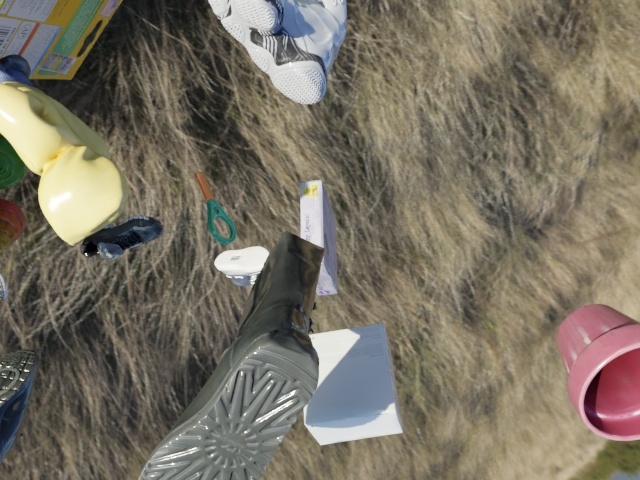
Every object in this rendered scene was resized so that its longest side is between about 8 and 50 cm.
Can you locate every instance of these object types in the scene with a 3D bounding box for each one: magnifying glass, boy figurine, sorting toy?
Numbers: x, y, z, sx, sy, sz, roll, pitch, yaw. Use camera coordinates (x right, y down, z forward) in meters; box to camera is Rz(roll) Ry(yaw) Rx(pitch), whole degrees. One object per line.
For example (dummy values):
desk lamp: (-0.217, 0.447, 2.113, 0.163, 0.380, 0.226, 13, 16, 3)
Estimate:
magnifying glass: (-0.313, -0.095, 1.754, 0.026, 0.231, 0.092, -31, 170, 31)
boy figurine: (-0.301, -0.109, 0.656, 0.092, 0.285, 0.177, -42, 161, -1)
sorting toy: (-0.674, -0.119, 1.243, 0.127, 0.126, 0.366, -1, 120, -30)

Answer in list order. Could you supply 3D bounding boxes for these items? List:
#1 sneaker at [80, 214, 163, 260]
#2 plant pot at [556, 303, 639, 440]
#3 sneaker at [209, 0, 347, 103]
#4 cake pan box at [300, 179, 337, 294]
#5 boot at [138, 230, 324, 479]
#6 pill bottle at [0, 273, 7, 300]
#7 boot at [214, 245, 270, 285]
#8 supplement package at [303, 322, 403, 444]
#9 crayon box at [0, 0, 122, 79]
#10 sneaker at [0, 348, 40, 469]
sneaker: (-0.494, 0.002, 1.469, 0.106, 0.234, 0.078, -75, 150, -44)
plant pot: (0.508, 0.210, 1.034, 0.201, 0.180, 0.202, -1, 113, -3)
sneaker: (-0.072, -0.464, 1.187, 0.366, 0.137, 0.210, 48, 60, -44)
cake pan box: (0.000, 0.000, 1.675, 0.070, 0.246, 0.267, -4, 156, 9)
boot: (-0.128, 0.201, 1.011, 0.146, 0.445, 0.367, 38, 105, -15)
pill bottle: (-0.742, 0.111, 1.276, 0.116, 0.065, 0.065, -18, 134, -45)
boot: (-0.164, 0.066, 1.420, 0.086, 0.189, 0.069, 50, 58, -32)
supplement package: (0.068, 0.317, 1.316, 0.194, 0.203, 0.149, -10, 144, 8)
crayon box: (-0.487, -0.375, 1.008, 0.203, 0.083, 0.323, -49, -177, 16)
sneaker: (-0.692, 0.375, 1.296, 0.130, 0.108, 0.286, 79, 24, -55)
